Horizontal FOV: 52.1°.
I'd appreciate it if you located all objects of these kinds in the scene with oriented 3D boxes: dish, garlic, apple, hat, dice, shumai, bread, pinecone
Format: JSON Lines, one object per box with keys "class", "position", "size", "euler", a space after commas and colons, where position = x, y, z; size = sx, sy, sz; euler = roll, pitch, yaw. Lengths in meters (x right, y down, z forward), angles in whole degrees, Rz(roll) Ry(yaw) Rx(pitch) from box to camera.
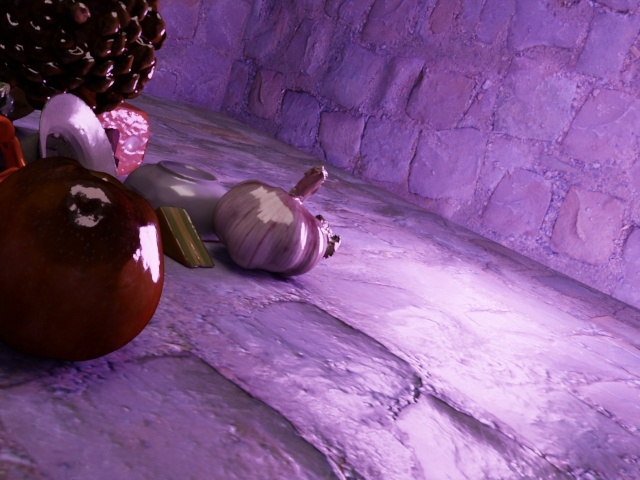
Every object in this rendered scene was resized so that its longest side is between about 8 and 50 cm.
{"class": "dish", "position": [-0.300, -0.096, 1.408], "size": [0.256, 0.117, 0.256], "euler": [19, 12, -4]}
{"class": "garlic", "position": [-0.072, -0.056, 1.297], "size": [0.245, 0.253, 0.245], "euler": [31, 21, -13]}
{"class": "apple", "position": [-0.283, 0.019, 0.751], "size": [0.230, 0.230, 0.230], "euler": [19, 13, -5]}
{"class": "hat", "position": [-0.473, -0.123, 1.156], "size": [0.130, 0.257, 0.257], "euler": [-10, 9, 10]}
{"class": "dice", "position": [-0.540, -0.267, 1.629], "size": [0.174, 0.175, 0.179], "euler": [30, 13, 39]}
{"class": "shumai", "position": [0.001, -0.001, 1.549], "size": [0.087, 0.099, 0.124], "euler": [35, 13, -9]}
{"class": "bread", "position": [-0.273, 0.014, 1.225], "size": [0.074, 0.084, 0.139], "euler": [-2, 56, -59]}
{"class": "pinecone", "position": [-0.541, -0.463, 1.409], "size": [0.398, 0.397, 0.398], "euler": [19, 13, -5]}

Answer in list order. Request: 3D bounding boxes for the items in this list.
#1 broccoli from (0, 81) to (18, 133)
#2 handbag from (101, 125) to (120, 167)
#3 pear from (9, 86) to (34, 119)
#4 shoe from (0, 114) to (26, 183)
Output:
{"class": "broccoli", "position": [-0.680, -0.229, 1.253], "size": [0.177, 0.198, 0.275], "euler": [64, -1, -28]}
{"class": "handbag", "position": [-0.491, -0.170, 1.361], "size": [0.135, 0.146, 0.225], "euler": [12, 13, -18]}
{"class": "pear", "position": [-0.828, -0.458, 1.596], "size": [0.348, 0.348, 0.348], "euler": [19, 13, -5]}
{"class": "shoe", "position": [-0.550, -0.126, 1.030], "size": [0.336, 0.171, 0.132], "euler": [27, 15, 25]}
